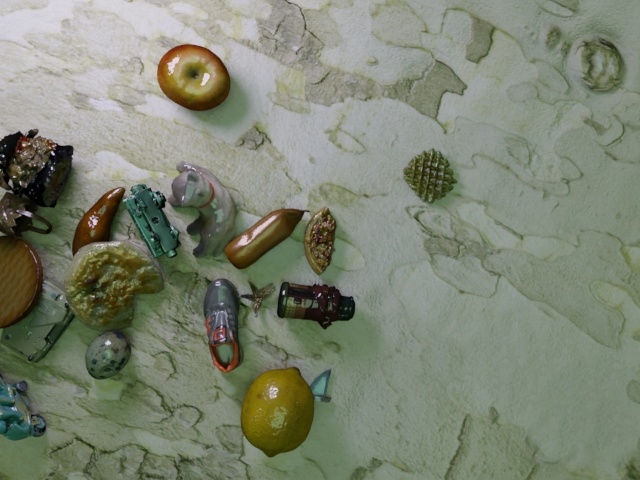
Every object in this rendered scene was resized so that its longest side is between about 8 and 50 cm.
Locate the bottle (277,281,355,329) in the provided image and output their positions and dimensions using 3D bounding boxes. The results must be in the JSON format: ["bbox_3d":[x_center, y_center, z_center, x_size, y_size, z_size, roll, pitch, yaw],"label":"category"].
[{"bbox_3d":[-0.013,0.230,1.920,0.271,0.143,0.156,9,95,-6],"label":"bottle"}]

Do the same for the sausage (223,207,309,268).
[{"bbox_3d":[-0.184,-0.024,1.906,0.328,0.112,0.112,-36,96,-1],"label":"sausage"}]

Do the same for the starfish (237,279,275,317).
[{"bbox_3d":[-0.229,0.210,1.949,0.133,0.041,0.130,4,82,-7],"label":"starfish"}]

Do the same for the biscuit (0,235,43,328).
[{"bbox_3d":[-1.075,0.140,1.839,0.318,0.040,0.317,-2,80,12],"label":"biscuit"}]

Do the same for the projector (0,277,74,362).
[{"bbox_3d":[-0.976,0.268,1.881,0.193,0.088,0.269,36,91,-9],"label":"projector"}]

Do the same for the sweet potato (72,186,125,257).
[{"bbox_3d":[-0.775,-0.028,1.863,0.112,0.112,0.359,20,95,-5],"label":"sweet potato"}]

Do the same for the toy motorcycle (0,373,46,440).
[{"bbox_3d":[-1.065,0.573,1.846,0.109,0.198,0.296,-36,95,4],"label":"toy motorcycle"}]

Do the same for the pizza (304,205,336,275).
[{"bbox_3d":[0.001,0.001,1.944,0.127,0.058,0.246,17,95,-6],"label":"pizza"}]

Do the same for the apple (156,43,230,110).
[{"bbox_3d":[-0.420,-0.537,1.818,0.235,0.173,0.210,40,87,-15],"label":"apple"}]

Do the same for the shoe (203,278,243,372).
[{"bbox_3d":[-0.343,0.306,1.887,0.132,0.171,0.336,-6,95,-3],"label":"shoe"}]

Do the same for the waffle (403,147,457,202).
[{"bbox_3d":[0.396,-0.232,1.965,0.169,0.036,0.183,-38,97,-2],"label":"waffle"}]

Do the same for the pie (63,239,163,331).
[{"bbox_3d":[-0.711,0.154,1.858,0.338,0.075,0.337,-7,110,-21],"label":"pie"}]

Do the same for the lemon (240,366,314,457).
[{"bbox_3d":[-0.143,0.583,1.884,0.258,0.258,0.310,17,84,-5],"label":"lemon"}]

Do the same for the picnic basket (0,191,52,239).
[{"bbox_3d":[-0.993,-0.068,1.831,0.178,0.128,0.137,24,63,-11],"label":"picnic basket"}]

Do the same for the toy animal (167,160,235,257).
[{"bbox_3d":[-0.405,-0.091,1.853,0.266,0.188,0.307,19,89,-14],"label":"toy animal"}]

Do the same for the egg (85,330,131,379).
[{"bbox_3d":[-0.735,0.398,1.882,0.141,0.141,0.181,35,101,-6],"label":"egg"}]

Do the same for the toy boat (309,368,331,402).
[{"bbox_3d":[0.003,0.527,2.005,0.096,0.034,0.122,12,85,-5],"label":"toy boat"}]

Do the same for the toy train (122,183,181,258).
[{"bbox_3d":[-0.556,-0.063,1.845,0.115,0.154,0.269,-30,96,-23],"label":"toy train"}]

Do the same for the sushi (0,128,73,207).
[{"bbox_3d":[-0.938,-0.238,1.773,0.219,0.238,0.225,20,101,-22],"label":"sushi"}]
